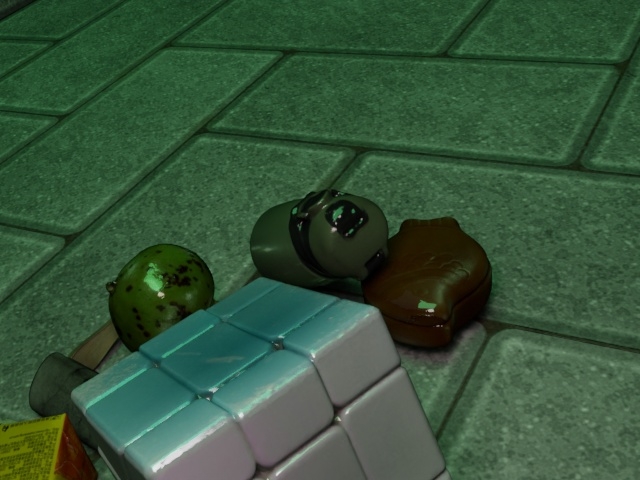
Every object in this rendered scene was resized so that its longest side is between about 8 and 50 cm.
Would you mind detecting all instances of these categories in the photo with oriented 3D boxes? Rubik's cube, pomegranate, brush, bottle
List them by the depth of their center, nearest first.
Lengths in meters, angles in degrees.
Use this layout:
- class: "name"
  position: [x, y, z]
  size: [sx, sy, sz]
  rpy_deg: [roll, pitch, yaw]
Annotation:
- class: "Rubik's cube"
  position: [-0.069, 0.266, 1.029]
  size: [0.316, 0.318, 0.322]
  rpy_deg: [-32, 20, -23]
- class: "bottle"
  position: [-0.001, -0.002, 1.453]
  size: [0.169, 0.168, 0.347]
  rpy_deg: [-29, 6, -21]
- class: "pomegranate"
  position: [-0.256, 0.118, 1.488]
  size: [0.263, 0.211, 0.211]
  rpy_deg: [20, 34, -12]
- class: "brush"
  position: [-0.381, 0.142, 1.594]
  size: [0.065, 0.070, 0.327]
  rpy_deg: [-8, 32, 40]

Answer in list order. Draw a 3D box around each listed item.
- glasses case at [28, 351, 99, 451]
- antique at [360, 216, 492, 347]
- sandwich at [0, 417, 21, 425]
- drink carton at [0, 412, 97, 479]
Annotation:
- class: "glasses case"
  position: [-0.366, 0.284, 1.363]
  size: [0.299, 0.060, 0.114]
  rpy_deg: [18, 85, 36]
- class: "antique"
  position: [0.185, 0.075, 1.441]
  size: [0.224, 0.129, 0.278]
  rpy_deg: [-6, 35, 11]
- class: "sandwich"
  position: [-0.539, 0.330, 1.398]
  size: [0.093, 0.035, 0.105]
  rpy_deg: [-25, 35, -16]
- class: "drink carton"
  position: [-0.396, 0.416, 1.127]
  size: [0.111, 0.154, 0.351]
  rpy_deg: [-12, 35, 1]
